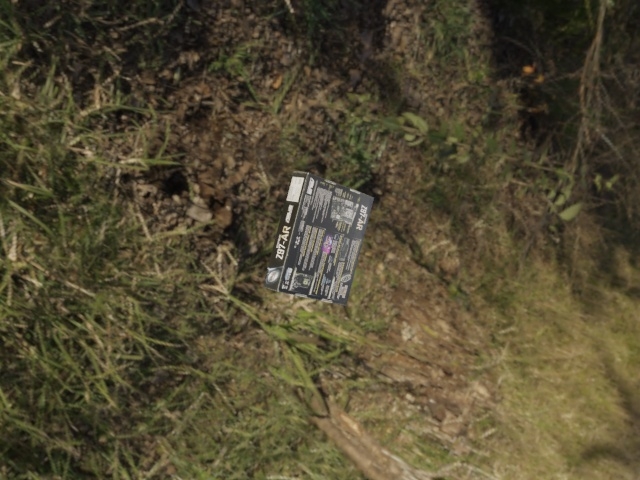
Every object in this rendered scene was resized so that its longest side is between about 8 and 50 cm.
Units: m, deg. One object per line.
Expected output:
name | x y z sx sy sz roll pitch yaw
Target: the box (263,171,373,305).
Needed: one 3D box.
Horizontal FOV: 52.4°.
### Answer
box | 0.000 0.000 0.461 0.067 0.018 0.083 15 88 -41
